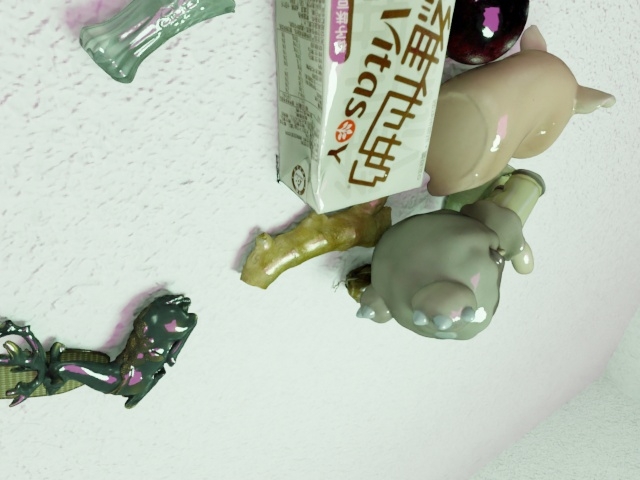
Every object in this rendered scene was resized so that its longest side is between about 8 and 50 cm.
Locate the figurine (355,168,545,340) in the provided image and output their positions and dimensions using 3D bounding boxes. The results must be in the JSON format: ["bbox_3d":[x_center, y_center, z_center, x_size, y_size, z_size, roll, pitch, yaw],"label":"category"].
[{"bbox_3d":[0.236,0.014,0.728,0.380,0.248,0.203,-37,106,-24],"label":"figurine"}]

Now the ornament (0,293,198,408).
[{"bbox_3d":[-0.306,0.136,0.581,0.236,0.080,0.202,27,100,-45],"label":"ornament"}]

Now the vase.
[{"bbox_3d":[-0.168,-0.226,0.442,0.149,0.081,0.081,-40,135,-3],"label":"vase"}]

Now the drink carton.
[{"bbox_3d":[0.052,-0.216,0.575,0.194,0.132,0.324,-17,129,-26],"label":"drink carton"}]

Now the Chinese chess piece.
[{"bbox_3d":[0.351,-0.076,0.928,0.188,0.083,0.188,-21,130,-28],"label":"Chinese chess piece"}]

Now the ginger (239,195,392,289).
[{"bbox_3d":[0.002,0.001,0.731,0.299,0.065,0.118,-25,119,-22],"label":"ginger"}]

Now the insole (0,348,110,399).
[{"bbox_3d":[-0.421,0.188,0.586,0.253,0.005,0.086,2,117,-38],"label":"insole"}]

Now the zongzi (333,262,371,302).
[{"bbox_3d":[0.150,0.115,0.835,0.187,0.184,0.084,0,123,-37],"label":"zongzi"}]

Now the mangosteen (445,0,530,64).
[{"bbox_3d":[0.215,-0.324,0.627,0.152,0.152,0.152,-19,129,-26],"label":"mangosteen"}]

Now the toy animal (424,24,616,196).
[{"bbox_3d":[0.298,-0.200,0.728,0.256,0.195,0.213,-27,159,-25],"label":"toy animal"}]
